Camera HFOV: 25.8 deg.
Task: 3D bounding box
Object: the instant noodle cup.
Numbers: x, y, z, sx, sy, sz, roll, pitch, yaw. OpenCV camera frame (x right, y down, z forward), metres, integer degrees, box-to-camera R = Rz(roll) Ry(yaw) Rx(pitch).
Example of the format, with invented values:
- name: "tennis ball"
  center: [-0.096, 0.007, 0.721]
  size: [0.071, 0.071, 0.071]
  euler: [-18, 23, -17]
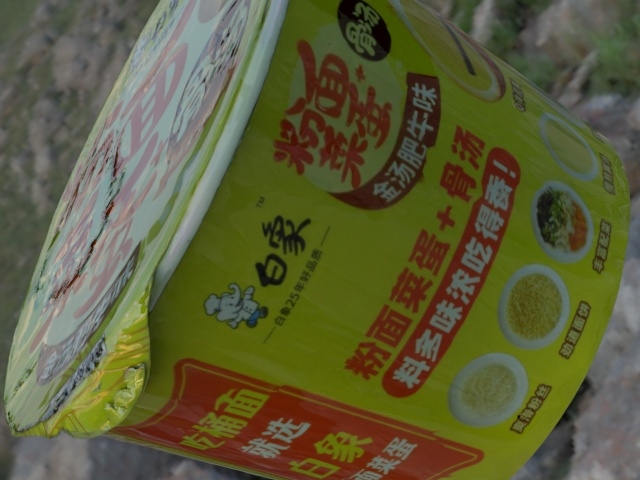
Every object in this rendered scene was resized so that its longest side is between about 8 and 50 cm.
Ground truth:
- name: "instant noodle cup"
  center: [0.000, 0.000, 0.721]
  size: [0.311, 0.221, 0.311]
  euler: [-53, 22, 32]
